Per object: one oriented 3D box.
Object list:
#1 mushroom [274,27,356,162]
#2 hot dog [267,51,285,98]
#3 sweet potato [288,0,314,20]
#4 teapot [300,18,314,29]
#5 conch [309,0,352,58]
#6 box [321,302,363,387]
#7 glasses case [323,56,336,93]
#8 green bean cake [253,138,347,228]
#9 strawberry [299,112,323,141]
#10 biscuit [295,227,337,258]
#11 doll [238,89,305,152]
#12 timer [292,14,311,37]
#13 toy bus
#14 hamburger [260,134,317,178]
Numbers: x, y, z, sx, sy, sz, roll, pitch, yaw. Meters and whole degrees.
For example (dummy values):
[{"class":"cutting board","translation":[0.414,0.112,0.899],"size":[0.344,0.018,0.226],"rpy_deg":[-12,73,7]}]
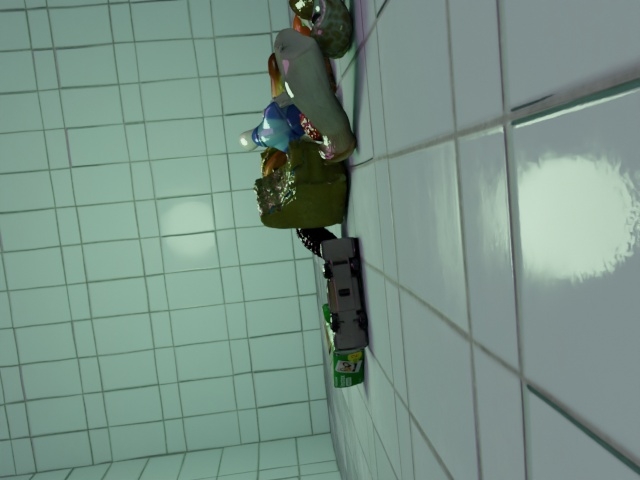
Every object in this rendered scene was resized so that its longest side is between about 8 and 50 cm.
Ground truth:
[{"class":"mushroom","translation":[-0.006,-0.345,1.258],"size":[0.159,0.122,0.328],"rpy_deg":[-85,-28,-49]},{"class":"hot dog","translation":[-0.142,-0.748,2.368],"size":[0.223,0.186,0.404],"rpy_deg":[88,174,-51]},{"class":"sweet potato","translation":[-0.019,-0.610,1.293],"size":[0.098,0.124,0.310],"rpy_deg":[59,-179,-20]},{"class":"teapot","translation":[-0.022,-0.710,1.546],"size":[0.159,0.116,0.245],"rpy_deg":[129,130,-68]},{"class":"conch","translation":[0.025,-0.493,1.198],"size":[0.116,0.106,0.172],"rpy_deg":[-131,29,-50]},{"class":"box","translation":[0.071,0.335,1.679],"size":[0.250,0.103,0.180],"rpy_deg":[-102,7,-57]},{"class":"glasses case","translation":[-0.004,-0.535,1.624],"size":[0.049,0.075,0.218],"rpy_deg":[92,171,-49]},{"class":"green bean cake","translation":[-0.066,-0.183,1.595],"size":[0.310,0.285,0.201],"rpy_deg":[100,169,-62]},{"class":"strawberry","translation":[-0.001,-0.366,1.544],"size":[0.148,0.131,0.131],"rpy_deg":[57,-154,-83]},{"class":"biscuit","translation":[0.000,0.000,1.744],"size":[0.053,0.195,0.194],"rpy_deg":[-55,22,20]},{"class":"doll","translation":[-0.124,-0.434,1.813],"size":[0.375,0.187,0.365],"rpy_deg":[-58,25,12]},{"class":"timer","translation":[-0.046,-0.728,1.749],"size":[0.136,0.099,0.136],"rpy_deg":[162,90,-90]},{"class":"toy bus","translation":[0.067,0.150,1.483],"size":[0.138,0.113,0.316],"rpy_deg":[-117,22,-89]},{"class":"hamburger","translation":[-0.104,-0.272,2.014],"size":[0.225,0.291,0.290],"rpy_deg":[-110,14,-55]}]
